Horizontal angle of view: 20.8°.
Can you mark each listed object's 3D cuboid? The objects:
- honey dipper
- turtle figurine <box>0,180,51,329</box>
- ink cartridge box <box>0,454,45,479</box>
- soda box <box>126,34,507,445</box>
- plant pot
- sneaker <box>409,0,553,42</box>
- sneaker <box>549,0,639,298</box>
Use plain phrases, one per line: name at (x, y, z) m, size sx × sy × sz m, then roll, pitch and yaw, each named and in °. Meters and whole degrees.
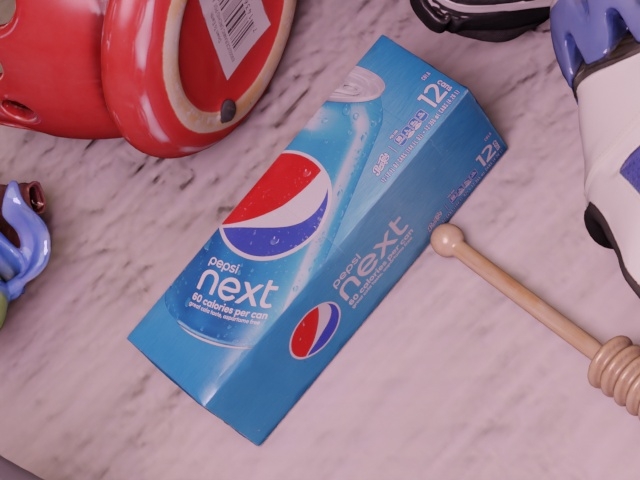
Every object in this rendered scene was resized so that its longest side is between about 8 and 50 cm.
honey dipper at (0.113, 0.037, 0.872) m, size 0.030 × 0.030 × 0.161 m, roll -49°, pitch 52°, yaw -4°
turtle figurine at (-0.317, -0.004, 0.984) m, size 0.275 × 0.198 × 0.266 m, roll -41°, pitch 54°, yaw -3°
ink cartridge box at (-0.195, 0.324, 0.792) m, size 0.384 × 0.160 × 0.279 m, roll -47°, pitch 56°, yaw -3°
soda box at (0.000, 0.000, 0.911) m, size 0.067 × 0.071 × 0.210 m, roll 37°, pitch 85°, yaw 33°
plant pot at (-0.120, -0.142, 0.966) m, size 0.174 × 0.191 × 0.191 m, roll 22°, pitch 77°, yaw 26°
sneaker at (0.147, -0.161, 0.921) m, size 0.217 × 0.121 × 0.079 m, roll -12°, pitch 80°, yaw -17°
sneaker at (0.227, -0.044, 0.774) m, size 0.315 × 0.127 × 0.182 m, roll -13°, pitch 71°, yaw 55°
